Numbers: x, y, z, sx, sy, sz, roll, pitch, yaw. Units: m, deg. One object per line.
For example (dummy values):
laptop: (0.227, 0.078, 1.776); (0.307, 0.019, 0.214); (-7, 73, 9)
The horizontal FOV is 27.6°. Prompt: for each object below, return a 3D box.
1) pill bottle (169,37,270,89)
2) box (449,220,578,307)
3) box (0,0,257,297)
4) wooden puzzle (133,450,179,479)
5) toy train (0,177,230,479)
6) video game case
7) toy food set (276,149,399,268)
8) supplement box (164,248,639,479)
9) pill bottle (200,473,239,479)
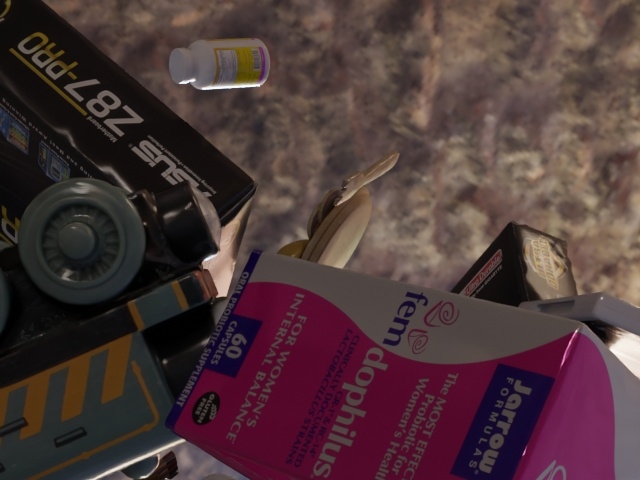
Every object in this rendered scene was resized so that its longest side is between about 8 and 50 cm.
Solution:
pill bottle: (-0.089, -0.155, 1.140); (0.083, 0.043, 0.043); (-7, -53, -33)
box: (0.132, 0.183, 1.148); (0.073, 0.293, 0.295); (19, -47, -22)
box: (-0.245, -0.060, 1.114); (0.097, 0.395, 0.318); (-42, -14, -30)
wooden puzzle: (-0.140, 0.197, 1.078); (0.049, 0.006, 0.083); (-36, -17, -17)
toy train: (-0.201, 0.088, 0.818); (0.334, 0.190, 0.142); (-24, 1, -3)
video game case: (0.258, 0.086, 0.977); (0.173, 0.190, 0.022); (154, 139, -79)
toy food set: (0.000, 0.000, 1.173); (0.132, 0.038, 0.192); (-35, -26, -57)
supplement box: (0.046, 0.091, 0.654); (0.114, 0.220, 0.111); (41, -111, -42)
pill bottle: (-0.169, 0.356, 1.169); (0.318, 0.176, 0.176); (-38, -33, -35)
